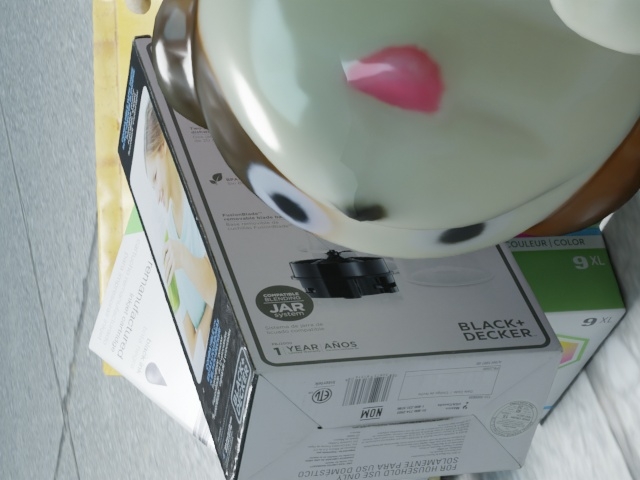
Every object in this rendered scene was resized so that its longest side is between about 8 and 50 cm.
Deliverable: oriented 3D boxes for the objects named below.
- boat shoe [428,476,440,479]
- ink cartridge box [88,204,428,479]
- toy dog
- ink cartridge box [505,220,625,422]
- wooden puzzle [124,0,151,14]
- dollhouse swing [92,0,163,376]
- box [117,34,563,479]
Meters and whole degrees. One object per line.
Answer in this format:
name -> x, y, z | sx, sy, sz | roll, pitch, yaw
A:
boat shoe -> 0.003, 0.158, 1.487 | 0.302, 0.103, 0.113 | 175, 93, -71
ink cartridge box -> -0.026, 0.050, 1.356 | 0.273, 0.115, 0.198 | 33, 110, 44
toy dog -> 0.061, -0.188, 0.788 | 0.395, 0.284, 0.408 | -104, 30, -70
ink cartridge box -> 0.111, 0.044, 1.145 | 0.209, 0.109, 0.062 | 117, 146, -53
wooden puzzle -> -0.130, -0.403, 1.464 | 0.348, 0.080, 0.322 | -56, 41, 37
dollhouse swing -> -0.018, -0.063, 1.605 | 0.315, 0.305, 0.347 | -4, -88, -67
box -> 0.000, 0.000, 1.048 | 0.290, 0.169, 0.087 | -114, 28, -45
